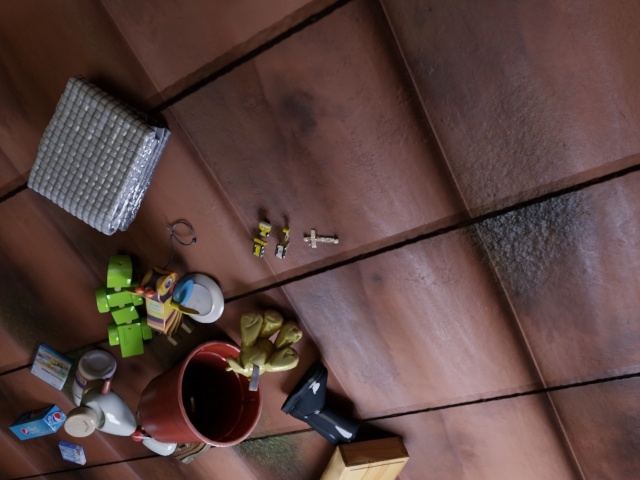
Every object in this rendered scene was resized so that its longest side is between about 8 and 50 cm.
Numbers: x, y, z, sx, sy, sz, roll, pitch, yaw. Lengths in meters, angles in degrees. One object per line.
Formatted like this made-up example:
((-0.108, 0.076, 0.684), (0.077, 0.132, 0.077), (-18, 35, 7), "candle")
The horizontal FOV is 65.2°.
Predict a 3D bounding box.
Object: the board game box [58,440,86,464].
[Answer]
((-0.946, 0.811, 1.910), (0.090, 0.020, 0.090), (10, 123, 10), "board game box")

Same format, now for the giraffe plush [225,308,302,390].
((-0.161, 0.297, 1.310), (0.181, 0.210, 0.170), (29, 152, -6), "giraffe plush")

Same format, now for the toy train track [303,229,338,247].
((0.000, 0.000, 1.161), (0.083, 0.014, 0.048), (3, 121, 14), "toy train track")

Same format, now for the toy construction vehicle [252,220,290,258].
((-0.114, 0.001, 1.188), (0.085, 0.035, 0.098), (21, 121, 17), "toy construction vehicle")

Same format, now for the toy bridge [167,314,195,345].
((-0.380, 0.230, 1.400), (0.063, 0.026, 0.188), (45, 121, -9), "toy bridge")

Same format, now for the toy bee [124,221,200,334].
((-0.405, 0.123, 1.241), (0.195, 0.162, 0.298), (-2, 110, 20), "toy bee")

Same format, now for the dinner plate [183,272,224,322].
((-0.320, 0.155, 1.324), (0.141, 0.017, 0.141), (7, 109, 21), "dinner plate")

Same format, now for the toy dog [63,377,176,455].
((-0.556, 0.499, 1.460), (0.333, 0.220, 0.161), (25, 112, -39), "toy dog")

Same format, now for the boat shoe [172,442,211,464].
((-0.404, 0.615, 1.583), (0.104, 0.111, 0.307), (37, 123, -8), "boat shoe")

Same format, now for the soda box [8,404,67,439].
((-1.024, 0.661, 1.816), (0.210, 0.067, 0.071), (-20, 112, 25), "soda box")

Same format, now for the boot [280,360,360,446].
((0.024, 0.453, 1.372), (0.207, 0.094, 0.246), (32, 129, 0), "boot")

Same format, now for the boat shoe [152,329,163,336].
((-0.457, 0.209, 1.393), (0.046, 0.038, 0.125), (8, 113, 29), "boat shoe")

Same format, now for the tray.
((0.091, 0.740, 1.479), (0.202, 0.076, 0.411), (2, 127, -24), "tray")

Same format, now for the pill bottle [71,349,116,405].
((-0.716, 0.440, 1.573), (0.108, 0.108, 0.193), (30, 124, -3), "pill bottle")

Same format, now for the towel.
((-0.486, -0.187, 1.107), (0.235, 0.121, 0.284), (33, 108, 5), "towel")

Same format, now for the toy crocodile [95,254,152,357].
((-0.540, 0.192, 1.382), (0.115, 0.105, 0.341), (-11, 128, -18), "toy crocodile")

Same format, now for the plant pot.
((-0.349, 0.445, 1.394), (0.265, 0.272, 0.272), (-27, 109, 36), "plant pot")

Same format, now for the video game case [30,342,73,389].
((-0.898, 0.423, 1.670), (0.119, 0.015, 0.166), (34, 123, -4), "video game case")
